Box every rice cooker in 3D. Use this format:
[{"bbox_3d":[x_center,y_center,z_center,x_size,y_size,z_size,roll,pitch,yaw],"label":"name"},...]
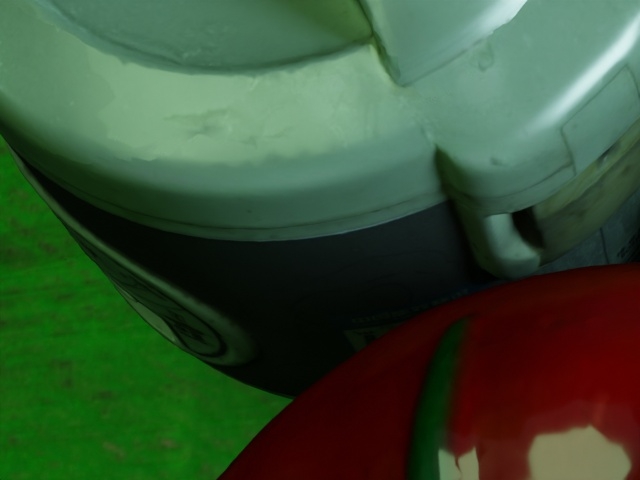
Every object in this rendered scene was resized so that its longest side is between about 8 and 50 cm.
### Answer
[{"bbox_3d":[0.007,-0.093,0.731,0.288,0.277,0.288,-5,66,11],"label":"rice cooker"}]

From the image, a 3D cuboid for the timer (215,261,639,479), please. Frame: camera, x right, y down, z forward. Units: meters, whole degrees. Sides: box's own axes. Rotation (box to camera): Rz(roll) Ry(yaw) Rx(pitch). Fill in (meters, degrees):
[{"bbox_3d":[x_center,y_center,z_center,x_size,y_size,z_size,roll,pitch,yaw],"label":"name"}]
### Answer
[{"bbox_3d":[0.106,0.197,0.611,0.378,0.279,0.378,-13,66,30],"label":"timer"}]
